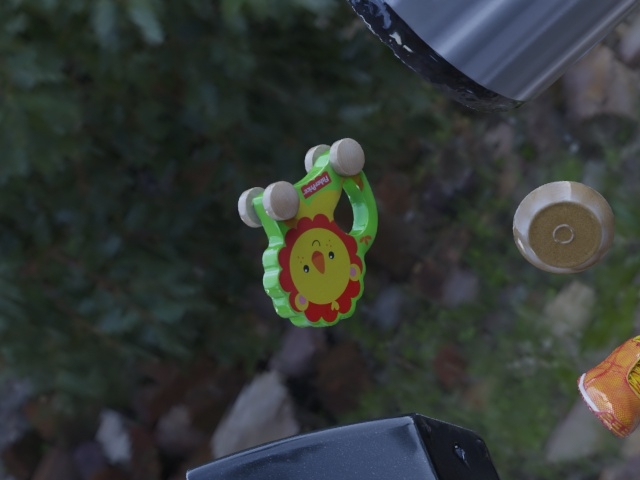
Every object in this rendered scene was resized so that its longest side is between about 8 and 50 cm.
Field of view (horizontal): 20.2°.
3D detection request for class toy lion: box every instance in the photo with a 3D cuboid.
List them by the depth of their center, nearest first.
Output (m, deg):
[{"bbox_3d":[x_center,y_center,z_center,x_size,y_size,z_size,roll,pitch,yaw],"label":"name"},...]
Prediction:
[{"bbox_3d":[0.000,0.000,1.081,0.034,0.096,0.100,-12,18,48],"label":"toy lion"}]

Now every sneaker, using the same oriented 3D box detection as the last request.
[{"bbox_3d":[0.267,0.117,1.551,0.067,0.064,0.175,-43,1,25],"label":"sneaker"}]

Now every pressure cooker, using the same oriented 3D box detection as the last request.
[{"bbox_3d":[0.230,-0.397,1.937,0.420,0.370,0.375,-41,34,24],"label":"pressure cooker"}]

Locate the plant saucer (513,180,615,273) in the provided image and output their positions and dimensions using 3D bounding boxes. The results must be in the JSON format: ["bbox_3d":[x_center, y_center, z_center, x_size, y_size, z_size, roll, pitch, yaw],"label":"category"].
[{"bbox_3d":[0.199,-0.007,1.469,0.083,0.083,0.015,-50,10,23],"label":"plant saucer"}]

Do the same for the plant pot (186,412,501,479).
[{"bbox_3d":[0.046,0.221,1.270,0.167,0.188,0.187,-29,65,18],"label":"plant pot"}]
